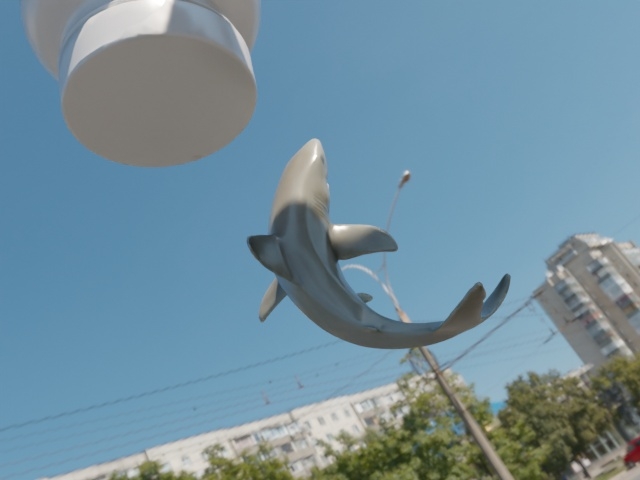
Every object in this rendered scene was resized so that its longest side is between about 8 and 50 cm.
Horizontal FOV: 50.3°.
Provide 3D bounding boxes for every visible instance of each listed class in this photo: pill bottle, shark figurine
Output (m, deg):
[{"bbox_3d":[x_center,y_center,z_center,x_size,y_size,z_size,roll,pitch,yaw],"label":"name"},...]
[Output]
[{"bbox_3d":[-0.190,-0.287,0.705,0.229,0.407,0.229,-13,-29,-7],"label":"pill bottle"},{"bbox_3d":[0.002,0.025,0.534,0.116,0.278,0.166,30,-82,-44],"label":"shark figurine"}]
